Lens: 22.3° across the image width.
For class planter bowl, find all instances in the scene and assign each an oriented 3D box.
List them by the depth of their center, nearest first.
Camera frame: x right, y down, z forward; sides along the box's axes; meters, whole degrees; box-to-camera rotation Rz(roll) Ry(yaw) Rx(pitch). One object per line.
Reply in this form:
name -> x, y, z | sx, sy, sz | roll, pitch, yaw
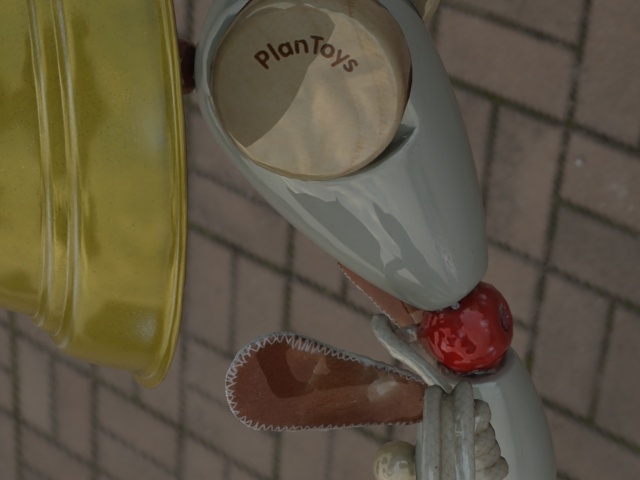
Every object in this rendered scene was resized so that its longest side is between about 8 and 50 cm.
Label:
planter bowl -> -0.115, -0.049, 0.588 | 0.217, 0.090, 0.217 | 174, 90, -73

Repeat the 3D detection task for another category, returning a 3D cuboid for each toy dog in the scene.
toy dog -> 0.000, 0.000, 0.769 | 0.161, 0.220, 0.333 | -9, 96, 20
